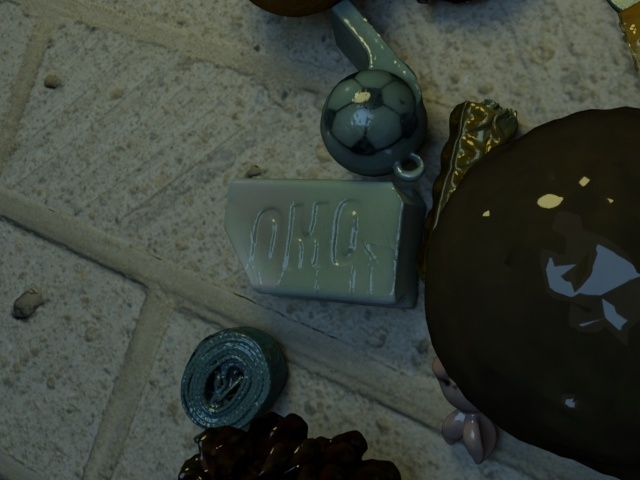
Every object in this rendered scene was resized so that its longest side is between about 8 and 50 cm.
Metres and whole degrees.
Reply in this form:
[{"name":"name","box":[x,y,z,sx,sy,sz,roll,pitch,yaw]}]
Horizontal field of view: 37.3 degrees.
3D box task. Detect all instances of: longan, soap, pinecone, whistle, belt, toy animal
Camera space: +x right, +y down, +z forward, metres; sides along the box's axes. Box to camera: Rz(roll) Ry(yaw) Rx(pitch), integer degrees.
[{"name":"longan","box":[0.323,0.056,1.014,0.404,0.436,0.403,-29,50,41]},{"name":"soap","box":[0.000,0.000,1.371,0.290,0.095,0.172,4,83,28]},{"name":"pinecone","box":[-0.059,0.414,1.194,0.398,0.398,0.397,-4,80,27]},{"name":"whistle","box":[0.057,-0.191,1.339,0.163,0.163,0.289,-43,65,16]},{"name":"belt","box":[-0.130,0.207,1.417,0.163,0.082,0.147,-24,82,19]},{"name":"toy animal","box":[0.198,0.179,1.228,0.124,0.124,0.212,13,85,29]}]

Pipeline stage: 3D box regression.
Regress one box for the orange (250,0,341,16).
[{"name":"orange","box":[-0.041,-0.454,1.372,0.264,0.264,0.264,-4,80,27]}]

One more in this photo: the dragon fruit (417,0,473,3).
[{"name":"dragon fruit","box":[0.191,-0.434,1.309,0.262,0.189,0.163,-26,44,19]}]

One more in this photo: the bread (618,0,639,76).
[{"name":"bread","box":[0.549,-0.245,1.079,0.375,0.165,0.236,-27,68,24]}]

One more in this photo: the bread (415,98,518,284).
[{"name":"bread","box":[0.194,-0.056,1.281,0.098,0.087,0.269,13,88,28]}]

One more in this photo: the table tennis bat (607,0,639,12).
[{"name":"table tennis bat","box":[0.475,-0.364,1.211,0.237,0.038,0.149,-10,75,31]}]
